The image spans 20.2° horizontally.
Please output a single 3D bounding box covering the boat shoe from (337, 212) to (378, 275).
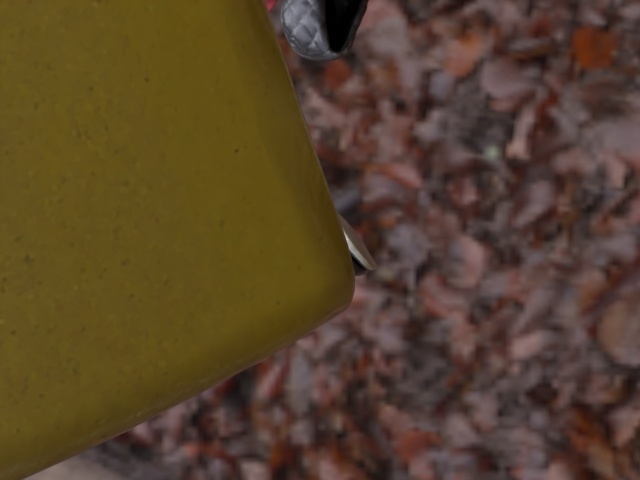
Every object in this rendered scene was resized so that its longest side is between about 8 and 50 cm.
[{"bbox_3d":[0.001,0.001,1.070,0.042,0.049,0.133,-37,16,-2],"label":"boat shoe"}]

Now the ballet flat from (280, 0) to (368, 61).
[{"bbox_3d":[0.033,-0.171,0.940,0.049,0.057,0.173,32,100,48],"label":"ballet flat"}]

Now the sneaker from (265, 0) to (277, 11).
[{"bbox_3d":[-0.076,-0.151,0.837,0.314,0.136,0.116,-6,44,16],"label":"sneaker"}]

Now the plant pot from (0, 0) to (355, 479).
[{"bbox_3d":[-0.155,-0.038,0.343,0.212,0.187,0.212,5,123,43],"label":"plant pot"}]
